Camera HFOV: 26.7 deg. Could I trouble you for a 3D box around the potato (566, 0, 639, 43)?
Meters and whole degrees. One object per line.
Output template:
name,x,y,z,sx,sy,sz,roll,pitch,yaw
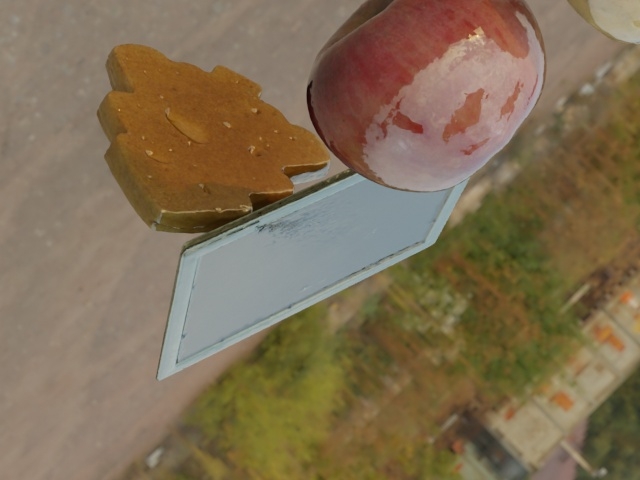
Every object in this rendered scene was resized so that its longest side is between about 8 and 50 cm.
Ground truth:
potato,0.187,-0.182,0.774,0.112,0.112,0.147,-41,132,-20

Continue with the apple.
apple,0.069,-0.100,0.846,0.153,0.120,0.153,-39,-167,11

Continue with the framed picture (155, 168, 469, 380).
framed picture,0.000,0.000,1.091,0.296,0.019,0.232,-25,159,-24

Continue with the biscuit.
biscuit,-0.101,-0.073,1.108,0.041,0.212,0.239,-57,-174,36
